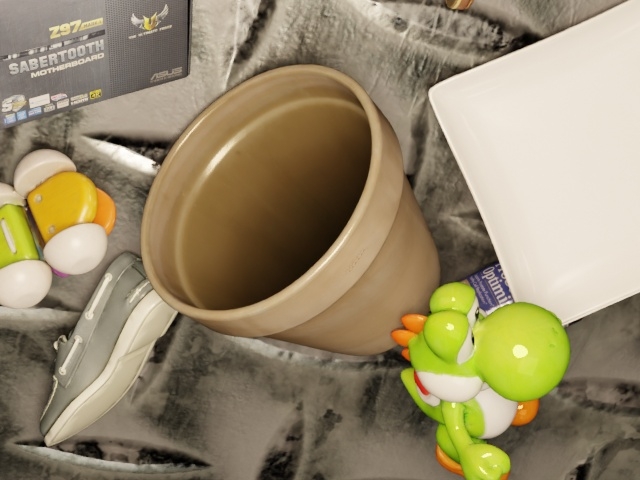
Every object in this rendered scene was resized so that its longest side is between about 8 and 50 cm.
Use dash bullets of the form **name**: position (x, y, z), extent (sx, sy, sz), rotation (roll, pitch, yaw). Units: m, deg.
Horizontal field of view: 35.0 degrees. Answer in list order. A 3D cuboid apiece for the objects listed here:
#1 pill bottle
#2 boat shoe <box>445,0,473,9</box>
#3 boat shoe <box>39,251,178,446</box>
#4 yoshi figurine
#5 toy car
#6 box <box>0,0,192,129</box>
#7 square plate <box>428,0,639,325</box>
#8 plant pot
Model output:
- **pill bottle**: position (0.286, 0.075, 1.392), extent (0.219, 0.123, 0.123), rotation (-27, 122, 5)
- **boat shoe**: position (0.196, -0.343, 1.155), extent (0.060, 0.064, 0.178), rotation (13, 113, -20)
- **boat shoe**: position (-0.298, 0.148, 1.357), extent (0.099, 0.116, 0.319), rotation (46, 118, 15)
- **yoshi figurine**: position (0.217, 0.178, 1.225), extent (0.203, 0.203, 0.362), rotation (-24, 145, -1)
- **toy car**: position (-0.329, -0.007, 1.226), extent (0.182, 0.159, 0.136), rotation (-31, 158, 8)
- **box**: position (-0.250, -0.223, 1.066), extent (0.233, 0.059, 0.183), rotation (-20, 149, -22)
- **square plate**: position (0.355, -0.101, 1.281), extent (0.344, 0.049, 0.347), rotation (-23, 97, 4)
- **plant pot**: position (0.000, 0.000, 1.207), extent (0.323, 0.323, 0.280), rotation (-38, 136, 12)
